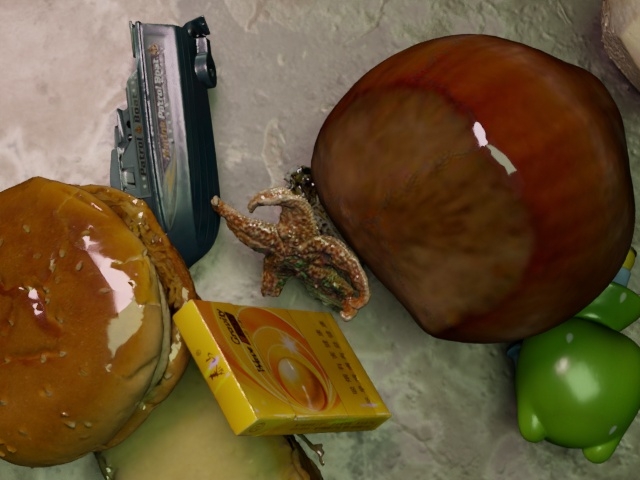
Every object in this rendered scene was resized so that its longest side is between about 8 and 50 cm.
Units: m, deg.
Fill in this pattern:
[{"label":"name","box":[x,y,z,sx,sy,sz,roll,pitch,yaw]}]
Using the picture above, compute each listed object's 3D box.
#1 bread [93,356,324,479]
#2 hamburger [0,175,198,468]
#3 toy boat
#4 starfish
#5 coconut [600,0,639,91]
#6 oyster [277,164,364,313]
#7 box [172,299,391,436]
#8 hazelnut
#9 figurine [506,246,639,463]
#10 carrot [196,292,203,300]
[{"label":"bread","box":[-0.103,0.286,1.506,0.248,0.279,0.315,-30,96,-5]},{"label":"hamburger","box":[-0.293,0.090,1.509,0.290,0.170,0.314,46,105,20]},{"label":"toy boat","box":[-0.177,-0.103,1.604,0.122,0.114,0.296,-5,86,12]},{"label":"starfish","box":[-0.031,0.007,1.563,0.209,0.053,0.150,28,125,3]},{"label":"coconut","box":[0.456,-0.256,1.657,0.241,0.241,0.241,1,84,-8]},{"label":"oyster","box":[0.000,0.000,1.648,0.125,0.064,0.177,7,73,-21]},{"label":"box","box":[-0.037,0.141,1.517,0.043,0.269,0.152,-43,63,22]},{"label":"hazelnut","box":[0.181,-0.066,1.550,0.366,0.366,0.366,1,84,-8]},{"label":"figurine","box":[0.310,0.124,1.643,0.162,0.143,0.263,21,71,-11]},{"label":"carrot","box":[-0.115,0.124,1.564,0.061,0.061,0.209,-42,59,-10]}]
